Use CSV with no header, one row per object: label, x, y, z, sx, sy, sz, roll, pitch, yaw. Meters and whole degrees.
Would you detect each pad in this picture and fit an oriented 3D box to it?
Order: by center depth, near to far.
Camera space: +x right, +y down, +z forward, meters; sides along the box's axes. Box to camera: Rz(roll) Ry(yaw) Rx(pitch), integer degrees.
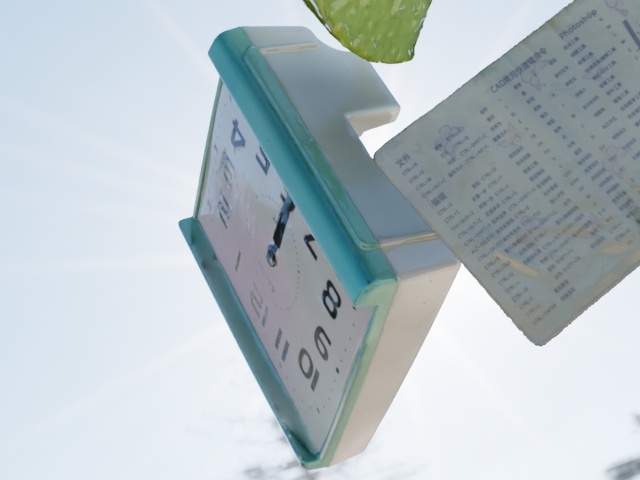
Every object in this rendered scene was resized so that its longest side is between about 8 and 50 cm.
pad,0.180,-0.072,0.855,0.265,0.159,0.009,-38,-10,-14

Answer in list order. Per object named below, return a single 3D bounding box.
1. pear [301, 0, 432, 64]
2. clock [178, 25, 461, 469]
pear,0.008,-0.255,0.717,0.288,0.139,0.239,-68,-18,11
clock,0.000,0.000,1.027,0.116,0.262,0.231,-12,-38,-25
